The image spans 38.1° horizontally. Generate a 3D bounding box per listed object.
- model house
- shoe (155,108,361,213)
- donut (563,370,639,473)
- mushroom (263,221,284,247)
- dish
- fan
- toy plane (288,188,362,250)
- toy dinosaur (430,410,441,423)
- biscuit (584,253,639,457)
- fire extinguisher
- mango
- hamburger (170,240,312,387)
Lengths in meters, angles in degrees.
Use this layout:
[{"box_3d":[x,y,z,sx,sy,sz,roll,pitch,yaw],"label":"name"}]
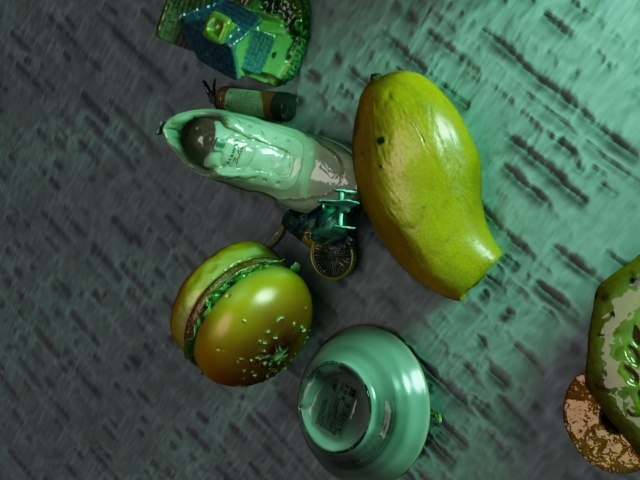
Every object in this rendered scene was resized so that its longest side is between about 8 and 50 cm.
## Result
[{"box_3d":[-0.144,-0.362,1.489,0.214,0.189,0.195,38,115,23],"label":"model house"},{"box_3d":[-0.099,-0.128,1.469,0.342,0.211,0.132,20,98,27],"label":"shoe"},{"box_3d":[0.415,0.245,1.299,0.152,0.058,0.151,3,97,31],"label":"donut"},{"box_3d":[-0.110,0.029,1.613,0.028,0.026,0.286,38,113,5],"label":"mushroom"},{"box_3d":[0.043,0.264,1.475,0.260,0.085,0.260,-6,80,39],"label":"dish"},{"box_3d":[0.000,0.000,1.528,0.155,0.039,0.082,40,113,19],"label":"fan"},{"box_3d":[0.016,-0.033,1.408,0.235,0.096,0.060,142,138,-71],"label":"toy plane"},{"box_3d":[0.112,0.281,1.502,0.180,0.037,0.058,13,89,24],"label":"toy dinosaur"},{"box_3d":[0.520,0.150,1.197,0.359,0.046,0.358,-1,87,21],"label":"biscuit"},{"box_3d":[-0.126,-0.238,1.571,0.177,0.050,0.062,13,121,29],"label":"fire extinguisher"},{"box_3d":[0.149,-0.078,1.371,0.187,0.144,0.359,-13,94,22],"label":"mango"},{"box_3d":[-0.110,0.130,1.496,0.170,0.246,0.246,41,115,34],"label":"hamburger"}]
